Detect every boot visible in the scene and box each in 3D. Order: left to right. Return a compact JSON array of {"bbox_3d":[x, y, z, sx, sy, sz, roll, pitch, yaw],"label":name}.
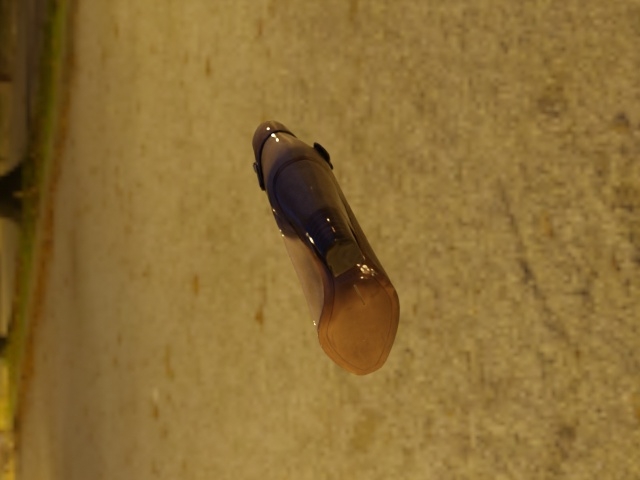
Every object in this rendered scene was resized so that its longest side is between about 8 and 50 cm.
[{"bbox_3d":[0.000,0.000,0.666,0.118,0.042,0.087,79,165,-47],"label":"boot"}]
